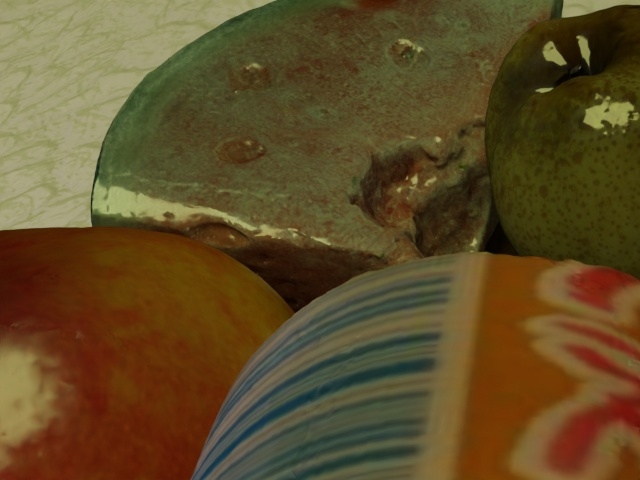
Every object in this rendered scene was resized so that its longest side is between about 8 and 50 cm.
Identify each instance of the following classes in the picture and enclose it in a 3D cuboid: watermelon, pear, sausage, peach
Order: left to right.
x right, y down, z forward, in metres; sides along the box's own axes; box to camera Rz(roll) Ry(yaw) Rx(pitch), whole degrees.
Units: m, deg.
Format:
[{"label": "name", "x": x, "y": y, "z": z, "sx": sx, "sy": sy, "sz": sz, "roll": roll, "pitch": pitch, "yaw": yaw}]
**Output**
[{"label": "peach", "x": -0.128, "y": 0.126, "z": 0.878, "sx": 0.248, "sy": 0.245, "sz": 0.274, "roll": -42, "pitch": 30, "yaw": 35}, {"label": "watermelon", "x": 0.028, "y": -0.028, "z": 1.036, "sx": 0.318, "sy": 0.148, "sz": 0.226, "roll": -28, "pitch": 44, "yaw": -21}, {"label": "sausage", "x": 0.047, "y": 0.155, "z": 0.558, "sx": 0.233, "sy": 0.233, "sz": 0.287, "roll": -20, "pitch": 17, "yaw": 15}, {"label": "pear", "x": 0.161, "y": -0.043, "z": 0.935, "sx": 0.167, "sy": 0.136, "sz": 0.167, "roll": -22, "pitch": 30, "yaw": 13}]

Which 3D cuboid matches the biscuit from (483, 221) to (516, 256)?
[{"label": "biscuit", "x": 0.000, "y": 0.000, "z": 1.125, "sx": 0.232, "sy": 0.013, "sz": 0.237, "roll": -23, "pitch": 30, "yaw": 8}]
